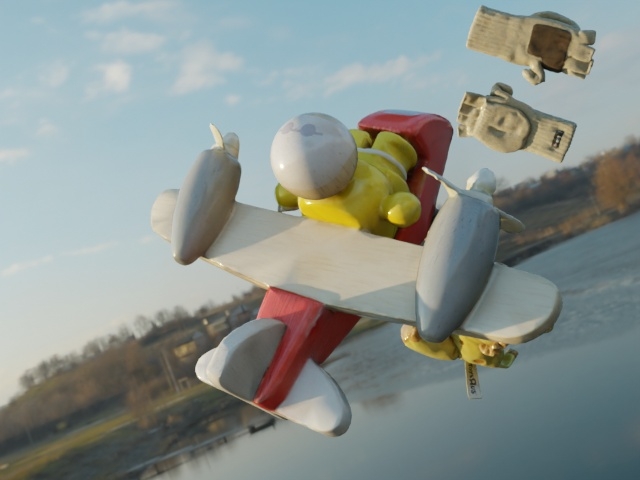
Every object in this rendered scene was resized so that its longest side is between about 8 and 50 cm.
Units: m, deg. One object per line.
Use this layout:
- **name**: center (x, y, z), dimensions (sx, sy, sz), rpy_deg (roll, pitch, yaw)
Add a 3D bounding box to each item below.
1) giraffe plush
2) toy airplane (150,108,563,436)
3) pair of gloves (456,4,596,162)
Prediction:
- **giraffe plush**: center (0.218, 0.100, 1.027), dimensions (0.182, 0.210, 0.170), rpy_deg (-15, -19, -19)
- **toy airplane**: center (0.000, 0.000, 0.777), dimensions (0.386, 0.384, 0.272), rpy_deg (-18, -49, 2)
- **pair of gloves**: center (0.338, -0.262, 1.237), dimensions (0.204, 0.240, 0.042), rpy_deg (13, 27, 15)
